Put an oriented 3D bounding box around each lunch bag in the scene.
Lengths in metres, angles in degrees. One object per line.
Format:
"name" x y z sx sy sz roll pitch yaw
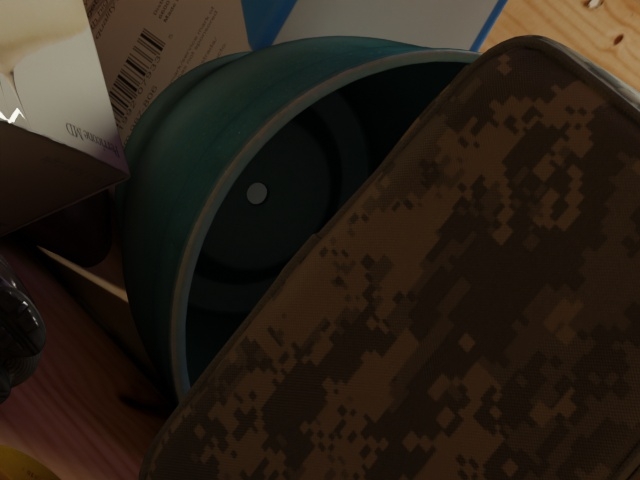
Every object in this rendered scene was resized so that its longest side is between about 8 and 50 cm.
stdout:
"lunch bag" 0.117 0.092 0.760 0.256 0.305 0.212 27 15 -49

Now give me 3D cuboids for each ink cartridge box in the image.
"ink cartridge box" -0.071 -0.168 1.275 0.166 0.285 0.395 26 8 -35

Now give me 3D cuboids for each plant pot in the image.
"plant pot" 0.000 0.000 0.986 0.272 0.271 0.255 33 1 -30

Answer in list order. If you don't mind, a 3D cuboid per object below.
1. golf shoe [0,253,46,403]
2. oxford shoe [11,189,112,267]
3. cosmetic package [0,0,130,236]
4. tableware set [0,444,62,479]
"golf shoe" -0.204 -0.006 0.756 0.198 0.077 0.094 47 3 -6
"oxford shoe" -0.196 -0.068 1.109 0.098 0.097 0.271 53 5 -33
"cosmetic package" -0.221 -0.167 0.925 0.160 0.113 0.309 22 47 -65
"tableware set" -0.106 0.117 0.662 0.154 0.024 0.104 34 6 -20
